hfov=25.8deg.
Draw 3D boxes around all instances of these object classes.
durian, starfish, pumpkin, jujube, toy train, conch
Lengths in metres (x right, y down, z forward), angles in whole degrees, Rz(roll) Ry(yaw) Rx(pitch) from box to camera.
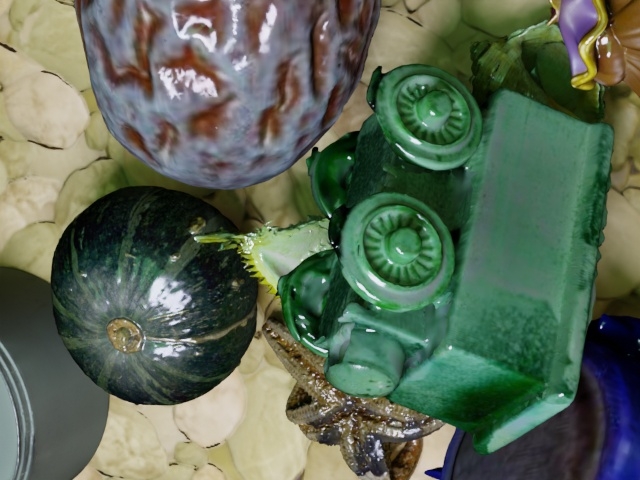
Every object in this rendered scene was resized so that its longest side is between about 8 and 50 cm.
[{"bbox_3d":[0.000,0.000,1.115,0.086,0.215,0.100,53,150,39],"label":"durian"},{"bbox_3d":[0.032,0.110,1.163,0.190,0.074,0.146,37,114,13],"label":"starfish"},{"bbox_3d":[-0.139,0.046,1.170,0.190,0.146,0.190,3,101,17],"label":"pumpkin"},{"bbox_3d":[-0.081,-0.188,1.051,0.246,0.215,0.308,21,125,44],"label":"jujube"},{"bbox_3d":[0.088,0.001,1.000,0.202,0.266,0.145,23,149,-12],"label":"toy train"},{"bbox_3d":[0.166,-0.124,1.073,0.121,0.074,0.089,34,118,16],"label":"conch"}]

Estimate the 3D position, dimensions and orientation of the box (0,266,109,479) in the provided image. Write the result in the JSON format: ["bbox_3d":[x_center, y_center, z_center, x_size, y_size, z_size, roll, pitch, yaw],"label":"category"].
[{"bbox_3d":[-0.324,0.145,1.250,0.226,0.149,0.226,3,100,20],"label":"box"}]

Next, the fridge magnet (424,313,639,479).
[{"bbox_3d":[0.181,0.176,1.031,0.113,0.265,0.265,26,110,-26],"label":"fridge magnet"}]

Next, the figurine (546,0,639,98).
[{"bbox_3d":[0.292,-0.148,0.987,0.263,0.142,0.189,22,82,12],"label":"figurine"}]
